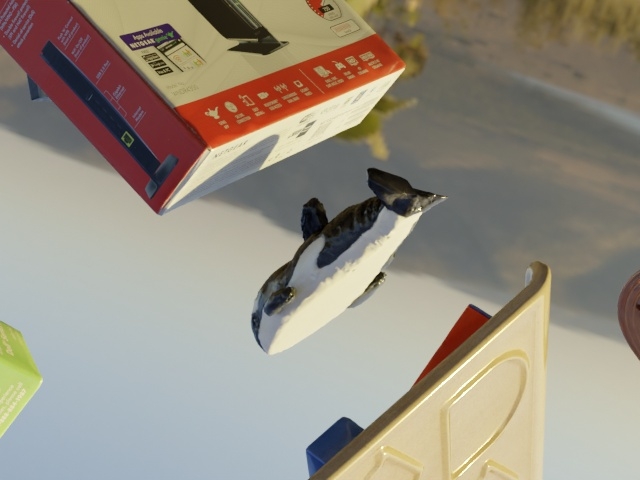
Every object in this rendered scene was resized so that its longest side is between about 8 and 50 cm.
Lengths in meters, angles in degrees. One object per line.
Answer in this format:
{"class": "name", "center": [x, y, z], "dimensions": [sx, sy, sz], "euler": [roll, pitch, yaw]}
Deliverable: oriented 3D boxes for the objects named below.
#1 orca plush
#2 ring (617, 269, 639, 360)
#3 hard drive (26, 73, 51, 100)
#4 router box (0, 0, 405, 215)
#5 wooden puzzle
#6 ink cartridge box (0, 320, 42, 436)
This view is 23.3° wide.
{"class": "orca plush", "center": [0.000, 0.000, 1.531], "dimensions": [0.151, 0.102, 0.287], "euler": [-19, 159, -29]}
{"class": "ring", "center": [0.493, 0.122, 1.724], "dimensions": [0.336, 0.032, 0.336], "euler": [25, 151, 15]}
{"class": "hard drive", "center": [-0.263, -0.208, 1.565], "dimensions": [0.022, 0.135, 0.094], "euler": [-12, 177, 39]}
{"class": "router box", "center": [-0.123, -0.194, 1.328], "dimensions": [0.301, 0.082, 0.335], "euler": [47, -146, 8]}
{"class": "wooden puzzle", "center": [0.079, 0.215, 1.335], "dimensions": [0.080, 0.348, 0.322], "euler": [29, 145, 29]}
{"class": "ink cartridge box", "center": [-0.493, 0.120, 1.584], "dimensions": [0.353, 0.207, 0.119], "euler": [33, -171, -33]}
